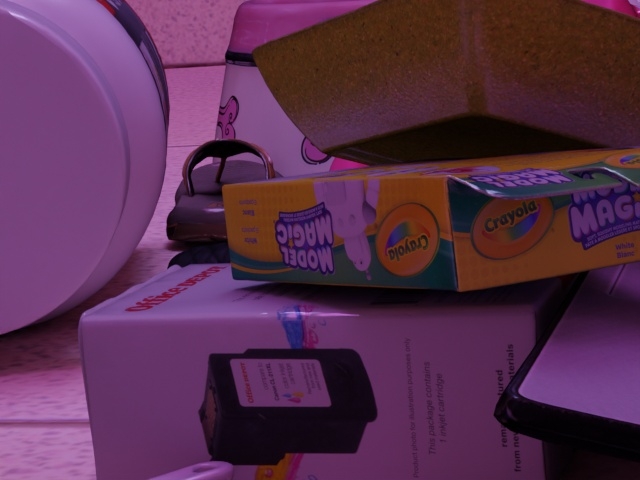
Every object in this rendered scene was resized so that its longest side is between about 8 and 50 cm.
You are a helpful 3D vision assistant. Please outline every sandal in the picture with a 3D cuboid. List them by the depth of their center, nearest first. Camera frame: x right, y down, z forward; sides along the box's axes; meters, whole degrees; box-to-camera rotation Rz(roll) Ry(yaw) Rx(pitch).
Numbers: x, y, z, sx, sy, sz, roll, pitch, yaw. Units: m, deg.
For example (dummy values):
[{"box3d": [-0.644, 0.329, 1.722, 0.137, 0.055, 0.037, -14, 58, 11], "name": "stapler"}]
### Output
[{"box3d": [-0.072, -0.042, 1.362, 0.090, 0.060, 0.219, -4, 10, 7], "name": "sandal"}]

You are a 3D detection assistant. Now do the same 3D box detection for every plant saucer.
[{"box3d": [0.088, -0.051, 0.792, 0.188, 0.045, 0.188, 13, -10, -26], "name": "plant saucer"}]

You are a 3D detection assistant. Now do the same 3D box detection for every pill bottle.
[{"box3d": [-0.192, -0.062, 1.102, 0.210, 0.210, 0.363, -6, 10, -4], "name": "pill bottle"}]

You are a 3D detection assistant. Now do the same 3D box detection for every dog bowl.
[{"box3d": [0.103, -0.141, 1.594, 0.408, 0.150, 0.408, -5, 9, 1], "name": "dog bowl"}]

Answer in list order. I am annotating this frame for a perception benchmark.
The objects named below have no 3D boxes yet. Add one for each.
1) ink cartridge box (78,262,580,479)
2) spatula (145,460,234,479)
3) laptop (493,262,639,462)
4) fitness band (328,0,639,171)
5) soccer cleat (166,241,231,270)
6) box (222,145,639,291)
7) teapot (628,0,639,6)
[{"box3d": [0.011, 0.050, 0.741, 0.175, 0.072, 0.127, -2, 9, 17], "name": "ink cartridge box"}, {"box3d": [-0.103, 0.110, 0.581, 0.242, 0.019, 0.168, -16, 12, -30], "name": "spatula"}, {"box3d": [0.307, -0.049, 0.652, 0.408, 0.236, 0.382, 11, 13, 13], "name": "laptop"}, {"box3d": [0.099, -0.077, 1.159, 0.209, 0.054, 0.291, -46, 17, -3], "name": "fitness band"}, {"box3d": [0.000, 0.000, 1.044, 0.179, 0.072, 0.060, -2, 10, 17], "name": "soccer cleat"}, {"box3d": [0.052, -0.009, 0.687, 0.105, 0.043, 0.179, -9, 3, -30], "name": "box"}, {"box3d": [0.245, -0.131, 1.263, 0.187, 0.256, 0.252, -27, 34, -26], "name": "teapot"}]
